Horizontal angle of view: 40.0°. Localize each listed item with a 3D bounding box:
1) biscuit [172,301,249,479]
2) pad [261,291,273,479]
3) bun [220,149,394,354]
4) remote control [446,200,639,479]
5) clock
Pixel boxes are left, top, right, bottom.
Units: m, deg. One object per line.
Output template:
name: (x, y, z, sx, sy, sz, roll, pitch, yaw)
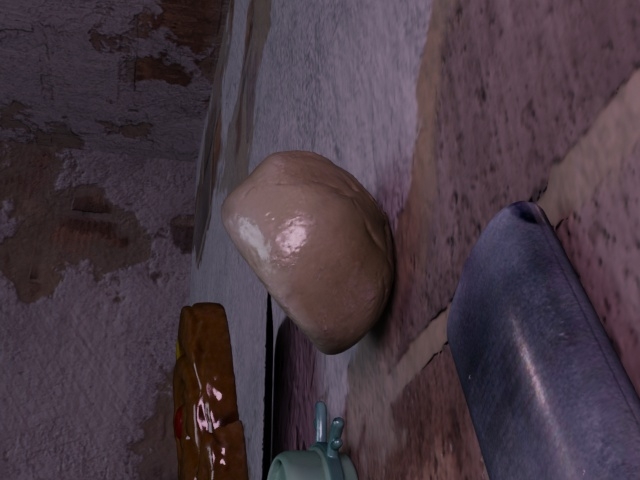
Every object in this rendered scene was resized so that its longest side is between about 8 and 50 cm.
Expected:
biscuit: (-0.125, 0.262, 0.970, 0.350, 0.070, 0.394, 110, 154, -67)
pad: (-0.088, 0.237, 0.994, 0.315, 0.063, 0.375, 96, 174, -65)
bun: (0.000, 0.000, 0.707, 0.167, 0.113, 0.173, 55, 180, -34)
remote control: (0.110, 0.137, 0.315, 0.378, 0.044, 0.107, -100, 15, -52)
clock: (-0.010, 0.250, 0.766, 0.159, 0.066, 0.211, 173, 103, -77)
